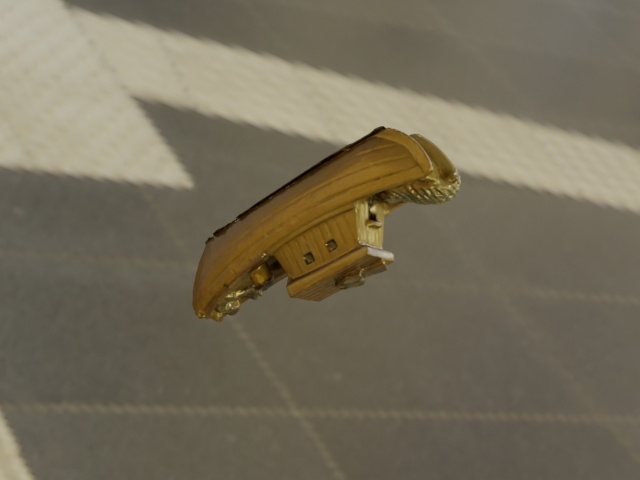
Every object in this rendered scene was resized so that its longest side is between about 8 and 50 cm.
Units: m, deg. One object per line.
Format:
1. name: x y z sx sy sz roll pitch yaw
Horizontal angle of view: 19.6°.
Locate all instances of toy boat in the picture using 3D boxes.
1. toy boat: 0.000 0.000 1.921 0.089 0.321 0.121 11 51 -62
